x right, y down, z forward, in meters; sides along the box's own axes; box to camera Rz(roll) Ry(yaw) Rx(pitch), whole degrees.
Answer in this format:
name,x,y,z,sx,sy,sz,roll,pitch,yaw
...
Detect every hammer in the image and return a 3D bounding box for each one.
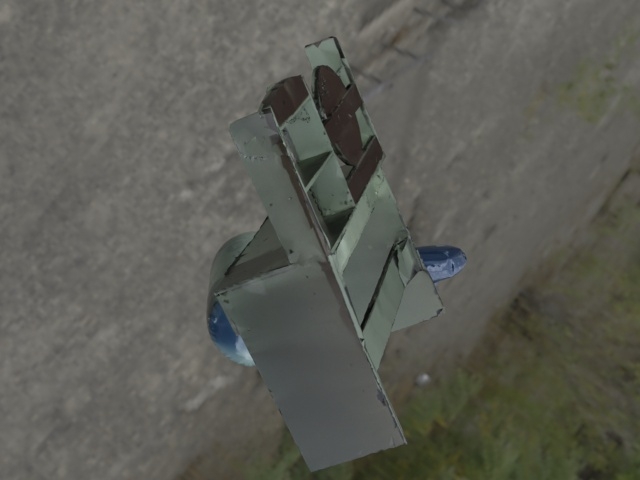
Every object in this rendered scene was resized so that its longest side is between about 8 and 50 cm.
name,x,y,z,sx,sy,sz,roll,pitch,yaw
hammer,0.012,0.032,0.897,0.116,0.193,0.070,-93,173,-62

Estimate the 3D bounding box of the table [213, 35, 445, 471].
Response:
name,x,y,z,sx,sy,sz,roll,pitch,yaw
table,0.000,0.000,0.614,0.062,0.175,0.146,-19,-164,20
